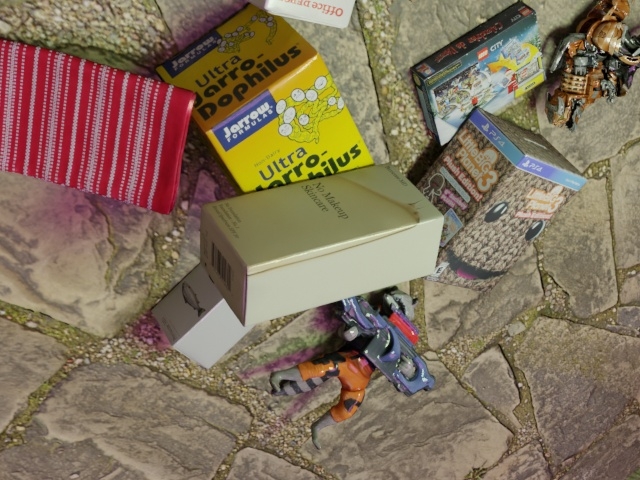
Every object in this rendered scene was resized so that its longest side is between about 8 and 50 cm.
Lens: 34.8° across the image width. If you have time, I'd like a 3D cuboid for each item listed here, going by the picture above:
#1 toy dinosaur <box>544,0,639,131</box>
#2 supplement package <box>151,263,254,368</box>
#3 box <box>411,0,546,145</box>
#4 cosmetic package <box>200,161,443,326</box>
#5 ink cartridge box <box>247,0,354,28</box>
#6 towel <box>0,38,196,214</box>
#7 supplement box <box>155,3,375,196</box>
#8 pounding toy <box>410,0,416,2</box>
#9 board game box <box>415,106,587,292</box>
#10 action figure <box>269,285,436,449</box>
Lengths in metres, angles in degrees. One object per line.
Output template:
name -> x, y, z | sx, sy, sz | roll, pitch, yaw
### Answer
toy dinosaur -> 0.528, -0.342, 1.836 | 0.218, 0.164, 0.322 | 18, 124, -27
supplement package -> -0.178, 0.111, 1.744 | 0.179, 0.105, 0.105 | -44, 138, 3
box -> 0.278, -0.289, 1.772 | 0.233, 0.044, 0.159 | -32, 137, -8
cosmetic package -> 0.000, 0.000, 1.449 | 0.309, 0.160, 0.113 | -16, 132, -25
ink cartridge box -> -0.013, -0.411, 1.411 | 0.148, 0.086, 0.203 | 4, 112, -38
towel -> -0.316, -0.149, 1.383 | 0.275, 0.031, 0.199 | 15, 120, -5
supplement box -> -0.058, -0.148, 1.545 | 0.194, 0.195, 0.356 | -36, 137, -4
pounding toy -> 0.167, -0.451, 1.532 | 0.181, 0.094, 0.206 | -44, 147, -3
board game box -> 0.300, -0.066, 1.869 | 0.232, 0.141, 0.291 | 11, 123, -48
action figure -> 0.044, 0.195, 1.977 | 0.330, 0.178, 0.341 | -39, 111, -11
